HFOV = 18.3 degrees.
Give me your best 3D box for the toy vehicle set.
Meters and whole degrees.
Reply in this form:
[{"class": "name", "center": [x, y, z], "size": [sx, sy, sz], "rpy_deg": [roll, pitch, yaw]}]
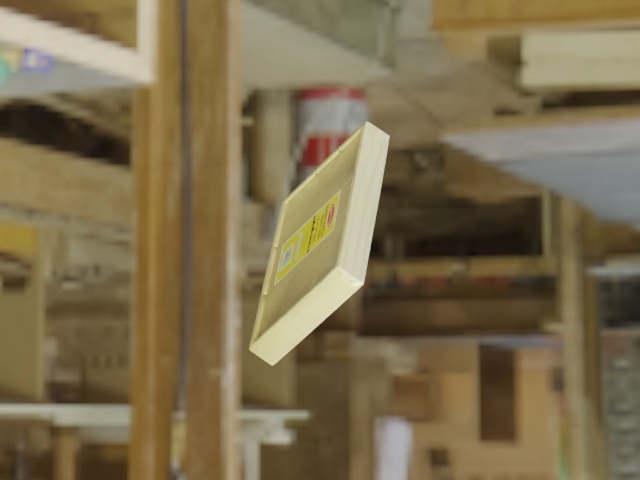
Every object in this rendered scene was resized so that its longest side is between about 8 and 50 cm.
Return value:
[{"class": "toy vehicle set", "center": [0.000, 0.000, 2.246], "size": [0.035, 0.267, 0.166], "rpy_deg": [34, 127, -18]}]
